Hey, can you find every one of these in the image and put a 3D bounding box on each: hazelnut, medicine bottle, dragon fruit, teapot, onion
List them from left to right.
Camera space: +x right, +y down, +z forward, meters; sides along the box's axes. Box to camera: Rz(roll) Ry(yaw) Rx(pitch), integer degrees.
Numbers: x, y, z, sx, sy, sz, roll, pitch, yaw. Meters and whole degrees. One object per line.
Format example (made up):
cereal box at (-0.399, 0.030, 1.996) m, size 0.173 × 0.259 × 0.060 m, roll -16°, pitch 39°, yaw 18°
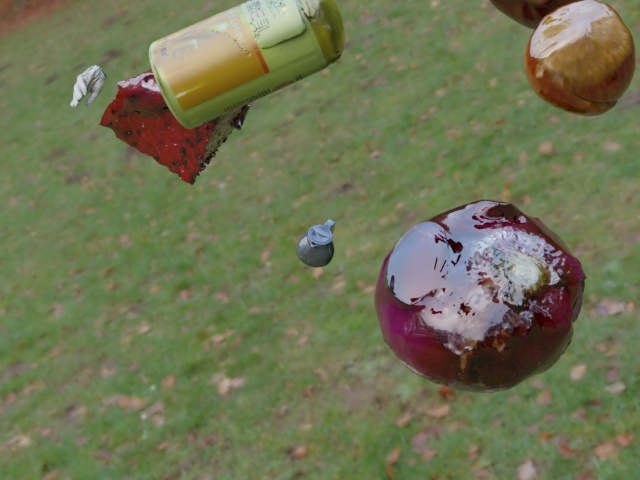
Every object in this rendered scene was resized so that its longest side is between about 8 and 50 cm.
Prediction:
dragon fruit at (-0.244, -0.254, 2.226) m, size 0.302 × 0.240 × 0.330 m, roll -20°, pitch -2°, yaw -30°
medicine bottle at (-0.086, -0.236, 1.357) m, size 0.239 × 0.124 × 0.124 m, roll -24°, pitch 19°, yaw 5°
teapot at (0.000, 0.000, 1.891) m, size 0.088 × 0.066 × 0.057 m, roll -51°, pitch -12°, yaw -38°
onion at (0.298, 0.142, 2.118) m, size 0.399 × 0.420 × 0.398 m, roll -1°, pitch 57°, yaw 1°
hazelnut at (0.363, -0.462, 1.895) m, size 0.181 × 0.212 × 0.181 m, roll -21°, pitch -11°, yaw -17°
hazelnut at (0.394, -0.277, 1.696) m, size 0.182 × 0.182 × 0.182 m, roll -23°, pitch 20°, yaw 9°

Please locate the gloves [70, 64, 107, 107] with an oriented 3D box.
gloves at (-0.331, -0.221, 1.571) m, size 0.037 × 0.044 × 0.081 m, roll 4°, pitch 51°, yaw 43°
